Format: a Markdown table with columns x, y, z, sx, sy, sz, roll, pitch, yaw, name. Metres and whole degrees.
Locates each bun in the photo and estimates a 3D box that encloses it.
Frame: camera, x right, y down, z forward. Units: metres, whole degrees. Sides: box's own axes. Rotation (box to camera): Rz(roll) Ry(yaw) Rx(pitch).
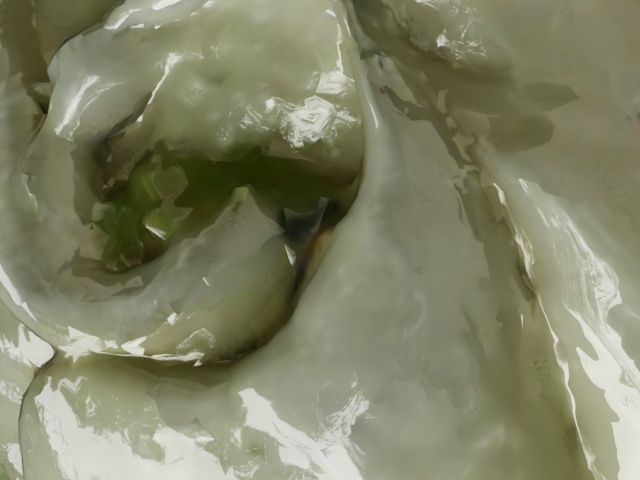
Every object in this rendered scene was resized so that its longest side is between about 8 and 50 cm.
| x | y | z | sx | sy | sz | roll | pitch | yaw | name |
| --- | --- | --- | --- | --- | --- | --- | --- | --- | --- |
| 0.000 | 0.000 | 0.408 | 0.259 | 0.259 | 0.160 | 31 | -159 | 33 | bun |
